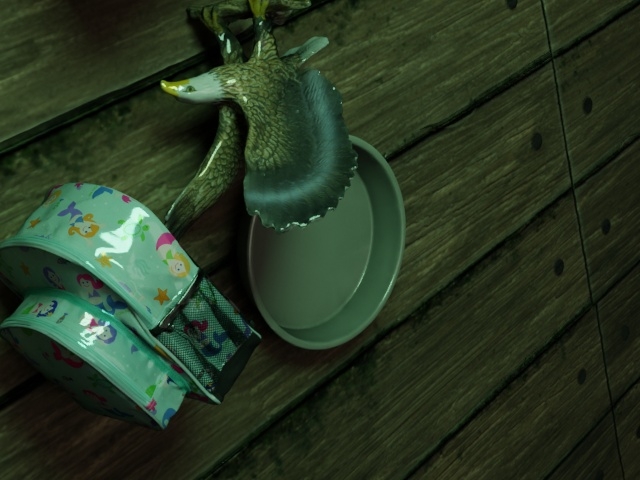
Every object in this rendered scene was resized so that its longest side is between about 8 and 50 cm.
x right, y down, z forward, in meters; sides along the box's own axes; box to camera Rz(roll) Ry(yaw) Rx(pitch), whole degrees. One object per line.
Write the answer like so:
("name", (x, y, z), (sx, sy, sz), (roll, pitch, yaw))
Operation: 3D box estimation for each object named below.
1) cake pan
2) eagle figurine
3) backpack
("cake pan", (0.000, 0.000, 1.318), (0.293, 0.054, 0.293), (-10, 104, -42))
("eagle figurine", (-0.084, -0.140, 1.111), (0.225, 0.226, 0.299), (-6, 85, -6))
("backpack", (-0.217, 0.066, 1.009), (0.191, 0.225, 0.254), (-50, 124, -31))
